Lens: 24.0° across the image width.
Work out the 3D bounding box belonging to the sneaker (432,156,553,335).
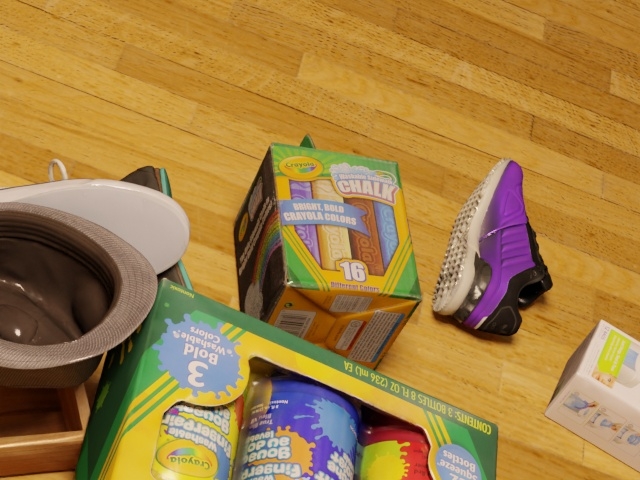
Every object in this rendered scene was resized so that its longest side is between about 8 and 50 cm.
[{"bbox_3d":[0.256,0.019,2.084,0.146,0.102,0.293,28,51,-6],"label":"sneaker"}]

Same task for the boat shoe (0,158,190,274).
[{"bbox_3d":[-0.341,-0.018,1.799,0.367,0.136,0.156,-6,21,-5],"label":"boat shoe"}]

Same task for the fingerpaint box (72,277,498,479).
[{"bbox_3d":[-0.036,0.298,1.616,0.444,0.163,0.371,25,46,-16],"label":"fingerpaint box"}]

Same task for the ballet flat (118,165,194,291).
[{"bbox_3d":[-0.213,0.021,1.871,0.096,0.095,0.280,-15,45,-4],"label":"ballet flat"}]

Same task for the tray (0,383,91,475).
[{"bbox_3d":[-0.469,0.166,1.642,0.411,0.076,0.203,-1,53,-26],"label":"tray"}]

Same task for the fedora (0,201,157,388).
[{"bbox_3d":[-0.321,0.079,1.643,0.275,0.124,0.244,20,43,9],"label":"fedora"}]

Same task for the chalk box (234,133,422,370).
[{"bbox_3d":[0.000,0.000,1.920,0.179,0.180,0.289,8,51,-18],"label":"chalk box"}]

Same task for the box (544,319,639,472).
[{"bbox_3d":[0.417,0.217,1.976,0.203,0.103,0.114,32,47,3],"label":"box"}]
